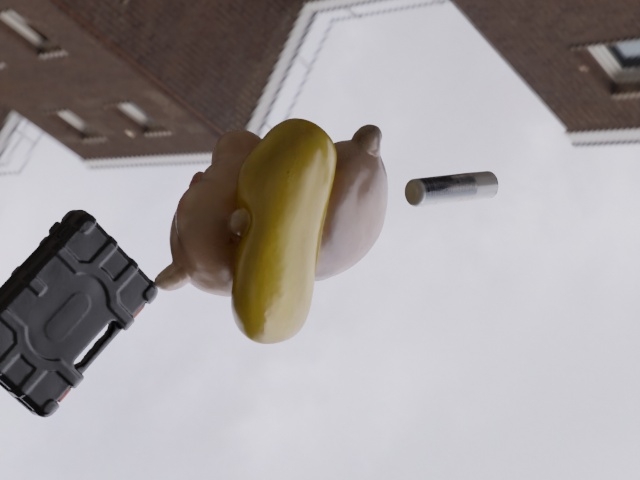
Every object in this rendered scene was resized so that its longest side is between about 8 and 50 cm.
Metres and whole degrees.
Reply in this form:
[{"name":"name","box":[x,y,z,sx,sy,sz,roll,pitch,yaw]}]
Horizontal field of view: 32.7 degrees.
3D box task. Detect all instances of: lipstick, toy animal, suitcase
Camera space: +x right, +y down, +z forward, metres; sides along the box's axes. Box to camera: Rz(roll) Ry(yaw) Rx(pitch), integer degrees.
[{"name":"lipstick","box":[0.178,-0.071,1.485,0.040,0.141,0.040,15,-72,54]},{"name":"toy animal","box":[-0.075,-0.059,1.456,0.246,0.278,0.345,17,-137,30]},{"name":"suitcase","box":[-0.411,0.114,1.717,0.285,0.206,0.066,-50,-146,-19]}]

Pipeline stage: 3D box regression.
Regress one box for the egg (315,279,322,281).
[{"name":"egg","box":[0.000,0.000,1.757,0.164,0.131,0.131,107,-10,-53]}]
